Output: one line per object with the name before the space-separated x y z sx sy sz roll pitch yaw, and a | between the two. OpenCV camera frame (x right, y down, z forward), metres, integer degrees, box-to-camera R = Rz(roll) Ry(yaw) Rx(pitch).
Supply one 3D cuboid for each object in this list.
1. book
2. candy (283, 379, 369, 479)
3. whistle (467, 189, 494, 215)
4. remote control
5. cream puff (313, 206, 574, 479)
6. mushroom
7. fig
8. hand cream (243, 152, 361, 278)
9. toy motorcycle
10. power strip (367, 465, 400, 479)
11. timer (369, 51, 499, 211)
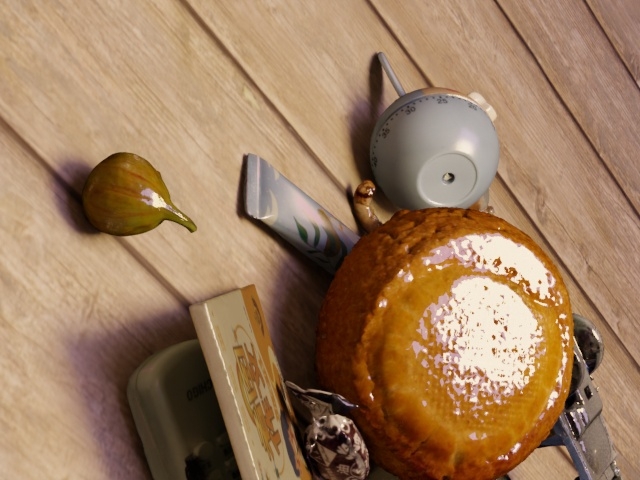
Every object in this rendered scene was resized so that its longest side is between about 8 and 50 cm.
book | -0.059 0.147 1.472 0.295 0.020 0.207 -18 91 -84
candy | 0.028 0.216 1.600 0.051 0.094 0.226 -74 146 -44
whistle | 0.202 -0.048 2.128 0.107 0.057 0.220 -47 121 -74
remote control | -0.087 0.235 1.449 0.140 0.056 0.296 -24 97 -63
cream puff | 0.126 0.111 1.702 0.303 0.212 0.303 2 85 -22
mushroom | 0.082 -0.011 1.870 0.088 0.073 0.129 -28 100 -56
fig | -0.164 -0.036 1.424 0.082 0.098 0.084 -64 155 -23
hand cream | 0.000 0.000 1.753 0.256 0.055 0.088 37 41 -38
toy motorcycle | 0.268 0.236 1.934 0.125 0.213 0.358 -28 94 -60
power strip | 0.147 0.344 1.726 0.080 0.048 0.286 -16 69 -51
timer | 0.147 -0.139 1.970 0.175 0.175 0.255 54 32 -30
